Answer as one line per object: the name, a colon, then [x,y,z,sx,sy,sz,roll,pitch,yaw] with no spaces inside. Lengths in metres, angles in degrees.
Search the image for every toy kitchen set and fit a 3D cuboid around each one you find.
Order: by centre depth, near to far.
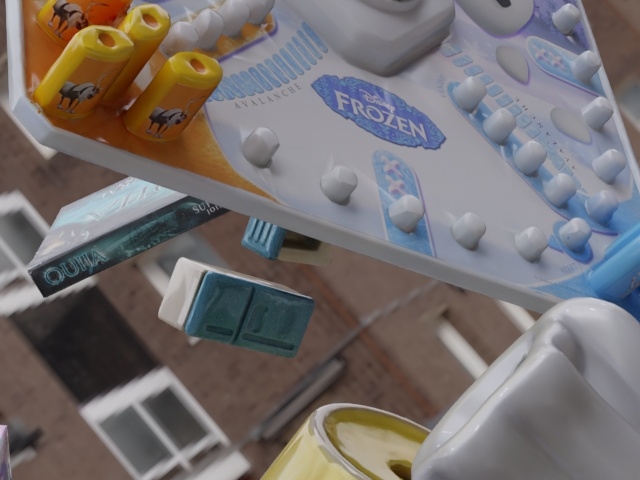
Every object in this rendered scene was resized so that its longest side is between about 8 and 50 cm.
toy kitchen set: [0.000,0.000,1.232,0.122,0.166,0.207,16,-85,-44]

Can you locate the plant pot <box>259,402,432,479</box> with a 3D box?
plant pot: [0.019,0.264,1.201,0.239,0.254,0.254,-65,-16,15]

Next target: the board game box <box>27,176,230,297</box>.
board game box: [-0.106,-0.029,1.115,0.186,0.026,0.126,-25,17,10]

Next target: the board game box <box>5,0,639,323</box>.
board game box: [0.021,-0.153,0.837,0.390,0.390,0.050,18,-46,-32]

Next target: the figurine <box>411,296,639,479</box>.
figurine: [0.083,0.158,0.478,0.215,0.209,0.092,-47,-2,0]

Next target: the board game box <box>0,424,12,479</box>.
board game box: [-0.226,0.186,1.086,0.090,0.020,0.090,96,178,-46]
